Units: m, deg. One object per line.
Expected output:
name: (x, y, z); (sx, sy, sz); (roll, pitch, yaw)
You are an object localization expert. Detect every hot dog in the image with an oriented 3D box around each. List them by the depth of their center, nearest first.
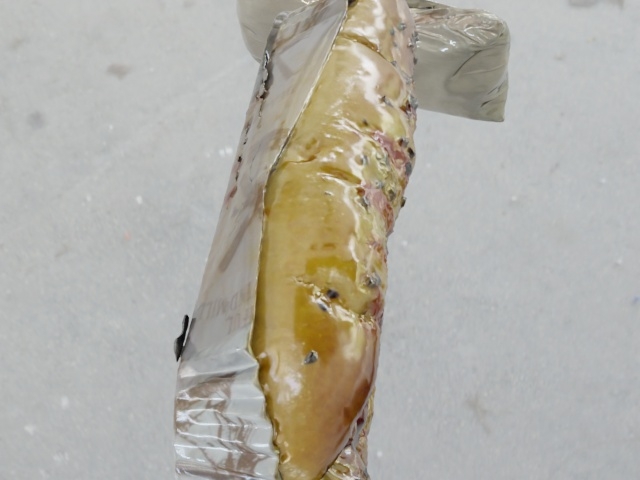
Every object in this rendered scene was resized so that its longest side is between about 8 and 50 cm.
hot dog: (0.000, 0.000, 0.407); (0.069, 0.131, 0.253); (5, 56, 8)

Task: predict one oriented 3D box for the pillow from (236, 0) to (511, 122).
pillow: (0.052, -0.184, 0.972); (0.270, 0.173, 0.067); (14, 69, 4)
